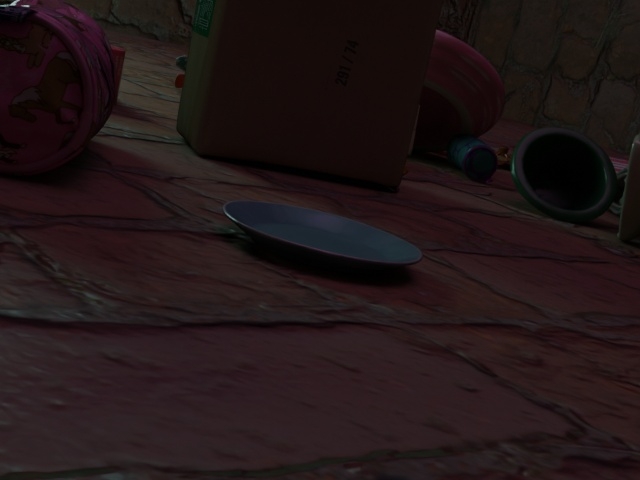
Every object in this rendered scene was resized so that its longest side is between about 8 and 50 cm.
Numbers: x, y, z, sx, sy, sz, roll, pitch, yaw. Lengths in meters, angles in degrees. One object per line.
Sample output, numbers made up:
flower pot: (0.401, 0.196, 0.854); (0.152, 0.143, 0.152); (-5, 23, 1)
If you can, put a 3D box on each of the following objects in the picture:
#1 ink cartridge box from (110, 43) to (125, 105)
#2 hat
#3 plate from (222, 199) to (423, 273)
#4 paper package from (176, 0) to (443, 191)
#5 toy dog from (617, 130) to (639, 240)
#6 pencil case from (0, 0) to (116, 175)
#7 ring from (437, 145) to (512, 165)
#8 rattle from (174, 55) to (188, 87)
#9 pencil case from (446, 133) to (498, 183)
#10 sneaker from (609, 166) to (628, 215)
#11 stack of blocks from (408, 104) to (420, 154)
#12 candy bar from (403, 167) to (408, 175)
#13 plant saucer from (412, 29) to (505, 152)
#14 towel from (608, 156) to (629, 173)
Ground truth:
ink cartridge box: (-0.424, -0.274, 1.637); (0.218, 0.092, 0.158); (5, 14, -31)
hat: (0.367, -0.069, 1.771); (0.173, 0.183, 0.208); (24, 56, 3)
plate: (0.000, 0.000, 0.994); (0.188, 0.024, 0.188); (14, 10, -3)
paper package: (-0.017, -0.258, 1.469); (0.309, 0.325, 0.168); (8, 12, -24)
toy dog: (0.665, -0.160, 1.555); (0.408, 0.395, 0.284); (10, 27, 17)
pencil case: (-0.303, -0.174, 1.141); (0.160, 0.167, 0.386); (-20, 15, -2)
ring: (0.295, -0.205, 2.334); (0.336, 0.032, 0.336); (14, 12, -3)
rattle: (-0.206, -0.325, 2.217); (0.199, 0.130, 0.143); (-16, 8, -13)
pencil case: (0.268, -0.147, 1.931); (0.064, 0.070, 0.152); (-20, 14, 0)
sneaker: (0.596, -0.058, 1.834); (0.169, 0.108, 0.292); (9, 3, -16)
stack of blocks: (-0.009, -0.208, 1.778); (0.297, 0.087, 0.171); (5, 8, -34)
candy bar: (0.081, -0.126, 1.721); (0.040, 0.018, 0.161); (6, 13, -34)
plant saucer: (0.170, -0.265, 2.012); (0.332, 0.084, 0.332); (16, -25, 8)
towel: (0.565, -0.120, 2.144); (0.144, 0.029, 0.197); (11, 27, -7)
